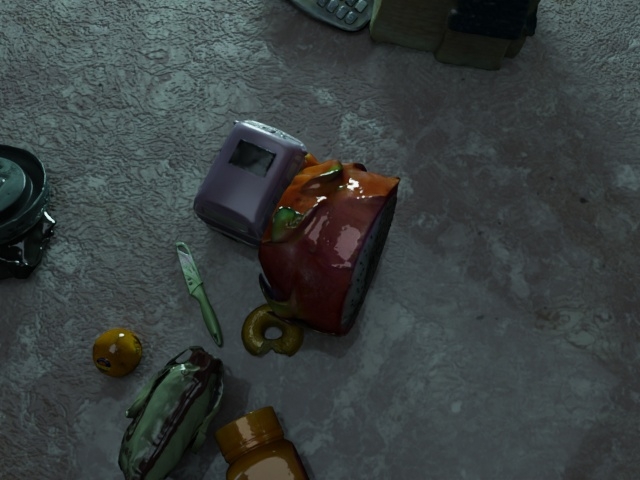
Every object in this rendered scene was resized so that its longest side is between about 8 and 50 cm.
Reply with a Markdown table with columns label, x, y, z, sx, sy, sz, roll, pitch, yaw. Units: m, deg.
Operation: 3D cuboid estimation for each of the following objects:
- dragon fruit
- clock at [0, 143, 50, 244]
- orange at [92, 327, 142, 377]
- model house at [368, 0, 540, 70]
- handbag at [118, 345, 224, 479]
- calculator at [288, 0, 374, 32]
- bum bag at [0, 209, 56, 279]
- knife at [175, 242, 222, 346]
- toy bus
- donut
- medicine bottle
| label | x | y | z | sx | sy | sz | roll | pitch | yaw |
| --- | --- | --- | --- | --- | --- | --- | --- | --- | --- |
| dragon fruit | 0.000 | 0.000 | 1.142 | 0.189 | 0.291 | 0.291 | 19 | 75 | 8 |
| clock | -0.594 | -0.079 | 1.264 | 0.226 | 0.049 | 0.226 | 1 | 48 | -1 |
| orange | -0.339 | 0.187 | 1.199 | 0.083 | 0.083 | 0.084 | -1 | 73 | 2 |
| model house | 0.253 | -0.476 | 1.269 | 0.298 | 0.284 | 0.243 | 9 | 80 | 0 |
| handbag | -0.230 | 0.276 | 1.106 | 0.127 | 0.213 | 0.235 | 37 | 76 | -7 |
| calculator | 0.017 | -0.518 | 1.421 | 0.268 | 0.040 | 0.177 | 35 | 78 | 11 |
| bum bag | -0.624 | 0.025 | 1.258 | 0.326 | 0.080 | 0.142 | -16 | 63 | -3 |
| knife | -0.214 | 0.093 | 1.257 | 0.030 | 0.014 | 0.207 | -22 | 72 | -5 |
| toy bus | -0.116 | -0.104 | 1.245 | 0.142 | 0.142 | 0.203 | 23 | 75 | 10 |
| donut | -0.082 | 0.150 | 1.221 | 0.108 | 0.043 | 0.097 | -4 | 73 | -4 |
| medicine bottle | -0.073 | 0.375 | 1.093 | 0.112 | 0.149 | 0.222 | -25 | 74 | -7 |
